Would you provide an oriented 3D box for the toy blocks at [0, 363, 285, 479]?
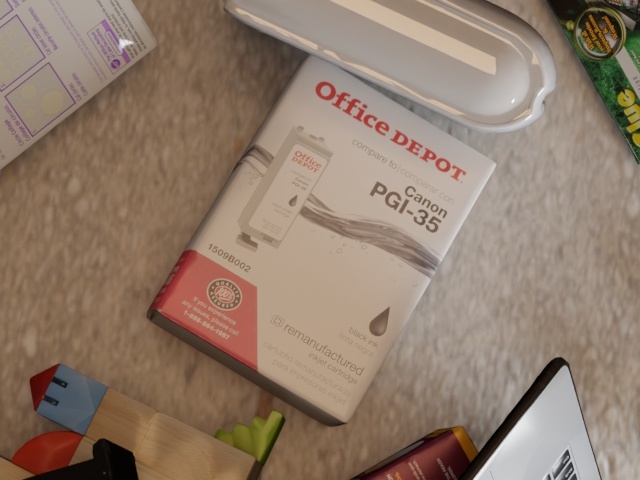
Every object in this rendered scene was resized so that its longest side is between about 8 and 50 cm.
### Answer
[{"bbox_3d":[-0.232,0.267,1.660,0.261,0.191,0.381,26,81,7],"label":"toy blocks"}]

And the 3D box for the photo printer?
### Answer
[{"bbox_3d":[0.069,-0.197,1.716,0.308,0.256,0.107,25,101,-4],"label":"photo printer"}]

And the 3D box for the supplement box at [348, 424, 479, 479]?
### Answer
[{"bbox_3d":[0.058,0.248,1.728,0.188,0.104,0.080,-28,87,-11],"label":"supplement box"}]

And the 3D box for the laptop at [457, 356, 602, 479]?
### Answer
[{"bbox_3d":[0.216,0.389,1.632,0.236,0.408,0.382,28,67,32],"label":"laptop"}]

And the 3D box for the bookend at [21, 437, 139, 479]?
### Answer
[{"bbox_3d":[-0.220,0.262,1.545,0.157,0.072,0.156,-18,71,9],"label":"bookend"}]

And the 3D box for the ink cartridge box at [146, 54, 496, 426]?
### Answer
[{"bbox_3d":[0.000,0.000,1.744,0.207,0.117,0.283,31,79,-4],"label":"ink cartridge box"}]

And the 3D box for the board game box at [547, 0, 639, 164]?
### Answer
[{"bbox_3d":[0.305,-0.218,1.837,0.136,0.030,0.259,-29,88,16],"label":"board game box"}]

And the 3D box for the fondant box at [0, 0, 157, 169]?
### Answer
[{"bbox_3d":[-0.341,-0.173,1.666,0.330,0.096,0.238,-40,127,-12],"label":"fondant box"}]
